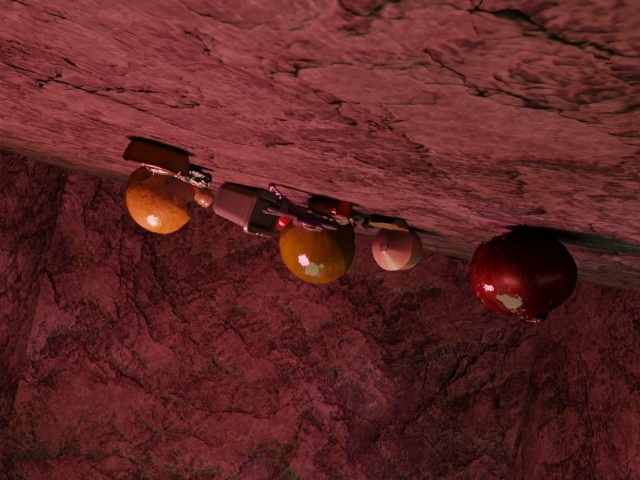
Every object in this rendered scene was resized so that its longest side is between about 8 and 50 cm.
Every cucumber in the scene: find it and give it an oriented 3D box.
[{"bbox_3d":[0.236,-0.071,1.778,0.070,0.046,0.220,16,176,-37],"label":"cucumber"}]

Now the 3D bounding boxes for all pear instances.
[{"bbox_3d":[-0.622,-0.163,1.815,0.271,0.271,0.271,13,179,0],"label":"pear"}]

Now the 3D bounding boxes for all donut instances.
[{"bbox_3d":[-0.433,-0.220,1.264,0.162,0.065,0.178,18,-176,42],"label":"donut"}]

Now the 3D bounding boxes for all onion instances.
[{"bbox_3d":[0.541,0.096,1.275,0.276,0.276,0.276,13,179,0],"label":"onion"}]

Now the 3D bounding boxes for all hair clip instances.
[{"bbox_3d":[-0.078,-0.082,1.580,0.278,0.090,0.137,31,168,-23],"label":"hair clip"}]

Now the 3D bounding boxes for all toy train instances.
[{"bbox_3d":[0.031,-0.109,1.627,0.176,0.074,0.118,17,171,16],"label":"toy train"}]

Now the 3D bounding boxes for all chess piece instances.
[{"bbox_3d":[-0.637,-0.244,2.358,0.090,0.090,0.200,12,167,41],"label":"chess piece"}]

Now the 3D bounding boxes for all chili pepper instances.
[{"bbox_3d":[-0.459,-0.223,1.509,0.224,0.061,0.098,16,164,-21],"label":"chili pepper"}]

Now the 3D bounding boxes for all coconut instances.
[{"bbox_3d":[0.325,0.032,2.034,0.202,0.202,0.222,12,-179,36],"label":"coconut"}]

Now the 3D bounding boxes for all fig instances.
[{"bbox_3d":[-0.010,0.007,1.930,0.343,0.343,0.343,13,179,0],"label":"fig"}]

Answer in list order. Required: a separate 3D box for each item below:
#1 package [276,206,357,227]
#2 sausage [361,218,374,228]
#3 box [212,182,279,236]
[{"bbox_3d":[-0.039,-0.084,2.256,0.424,0.123,0.196,14,-179,6],"label":"package"},{"bbox_3d":[0.207,-0.070,2.040,0.040,0.047,0.177,-3,180,-2],"label":"sausage"},{"bbox_3d":[-0.291,-0.132,1.908,0.182,0.175,0.312,22,-179,14],"label":"box"}]
